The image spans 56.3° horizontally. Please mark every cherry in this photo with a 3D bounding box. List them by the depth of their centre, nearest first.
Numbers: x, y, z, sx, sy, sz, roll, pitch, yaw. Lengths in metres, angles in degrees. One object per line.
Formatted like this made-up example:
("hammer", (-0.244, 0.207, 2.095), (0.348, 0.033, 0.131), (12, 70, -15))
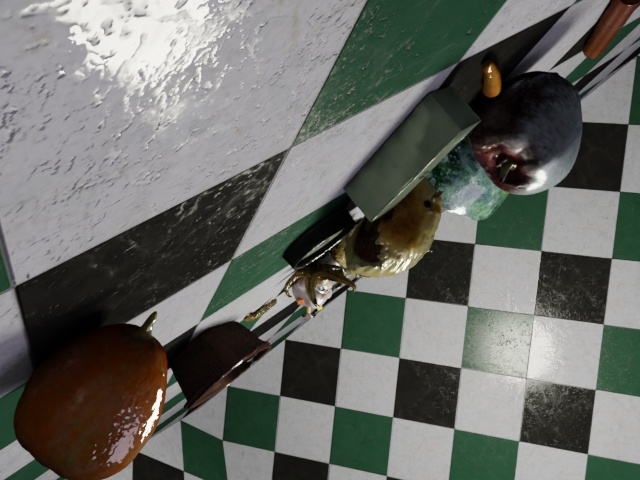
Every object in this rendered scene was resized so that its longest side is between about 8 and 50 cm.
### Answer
("cherry", (0.456, -0.233, 1.324), (0.296, 0.255, 0.218), (-49, -161, -15))

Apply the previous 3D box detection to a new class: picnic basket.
("picnic basket", (-0.267, 0.308, 1.573), (0.222, 0.129, 0.297), (-41, 171, 9))

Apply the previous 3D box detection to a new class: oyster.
("oyster", (0.077, 0.018, 1.562), (0.107, 0.162, 0.233), (-3, 173, 1))

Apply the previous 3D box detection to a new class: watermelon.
("watermelon", (0.358, -0.213, 1.516), (0.319, 0.214, 0.290), (8, 109, -24))

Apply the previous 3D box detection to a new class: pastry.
("pastry", (0.168, -0.022, 1.320), (0.237, 0.170, 0.256), (130, -16, -71))

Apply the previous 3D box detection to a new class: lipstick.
("lipstick", (0.691, -0.515, 1.430), (0.057, 0.057, 0.356), (-39, 172, 9))

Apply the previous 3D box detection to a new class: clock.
("clock", (0.000, 0.000, 1.354), (0.184, 0.040, 0.184), (-37, 171, -7))

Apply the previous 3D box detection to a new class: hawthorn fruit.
("hawthorn fruit", (-0.291, 0.199, 0.826), (0.251, 0.199, 0.199), (-53, 169, 5))

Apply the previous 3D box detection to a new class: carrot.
("carrot", (0.313, -0.303, 1.102), (0.037, 0.037, 0.190), (-40, 167, 12))

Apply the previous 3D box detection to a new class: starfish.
("starfish", (0.001, 0.114, 1.610), (0.189, 0.074, 0.146), (5, -153, 34))

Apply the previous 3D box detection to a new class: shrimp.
("shrimp", (-0.177, 0.207, 1.761), (0.114, 0.023, 0.083), (-36, 169, 12))

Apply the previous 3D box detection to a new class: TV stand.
("TV stand", (0.160, -0.150, 1.081), (0.082, 0.088, 0.269), (-29, 168, -44))

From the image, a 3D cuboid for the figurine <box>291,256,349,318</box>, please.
("figurine", (-0.007, 0.126, 1.766), (0.137, 0.112, 0.229), (14, 125, -48))
